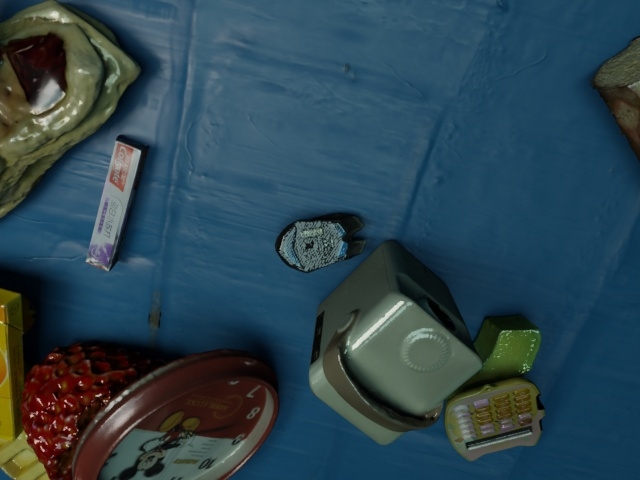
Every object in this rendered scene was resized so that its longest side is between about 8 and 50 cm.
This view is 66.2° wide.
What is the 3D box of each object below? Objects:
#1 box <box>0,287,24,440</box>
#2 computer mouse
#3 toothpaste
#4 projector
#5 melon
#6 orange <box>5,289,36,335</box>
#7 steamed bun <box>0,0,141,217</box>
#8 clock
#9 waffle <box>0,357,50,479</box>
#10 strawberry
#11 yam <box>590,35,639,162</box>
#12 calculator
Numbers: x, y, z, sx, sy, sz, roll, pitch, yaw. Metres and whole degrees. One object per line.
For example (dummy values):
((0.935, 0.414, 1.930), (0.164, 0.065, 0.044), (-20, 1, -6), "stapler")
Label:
((-0.519, 0.175, 0.727), (0.152, 0.043, 0.269), (15, 118, 0), "box")
((0.000, 0.000, 0.720), (0.135, 0.047, 0.079), (-11, 103, -3), "computer mouse")
((-0.299, -0.052, 0.714), (0.047, 0.040, 0.196), (20, 109, -8), "toothpaste")
((0.093, 0.133, 0.663), (0.163, 0.242, 0.177), (39, 108, -10), "projector")
((0.232, 0.186, 0.775), (0.209, 0.064, 0.118), (-8, 111, 7), "melon")
((-0.489, 0.118, 0.763), (0.083, 0.083, 0.084), (1, 111, 2), "orange")
((-0.459, -0.165, 0.606), (0.428, 0.189, 0.247), (-33, 99, 14), "steamed bun")
((-0.206, 0.290, 0.749), (0.318, 0.080, 0.318), (-24, 137, -25), "clock")
((-0.503, 0.335, 0.856), (0.168, 0.057, 0.274), (-33, 106, 12), "waffle")
((-0.363, 0.249, 0.772), (0.178, 0.234, 0.234), (33, 111, 20), "strawberry")
((0.458, -0.140, 0.614), (0.128, 0.129, 0.238), (-44, 107, -20), "yam")
((0.277, 0.283, 0.786), (0.157, 0.033, 0.236), (-17, 134, 9), "calculator")
